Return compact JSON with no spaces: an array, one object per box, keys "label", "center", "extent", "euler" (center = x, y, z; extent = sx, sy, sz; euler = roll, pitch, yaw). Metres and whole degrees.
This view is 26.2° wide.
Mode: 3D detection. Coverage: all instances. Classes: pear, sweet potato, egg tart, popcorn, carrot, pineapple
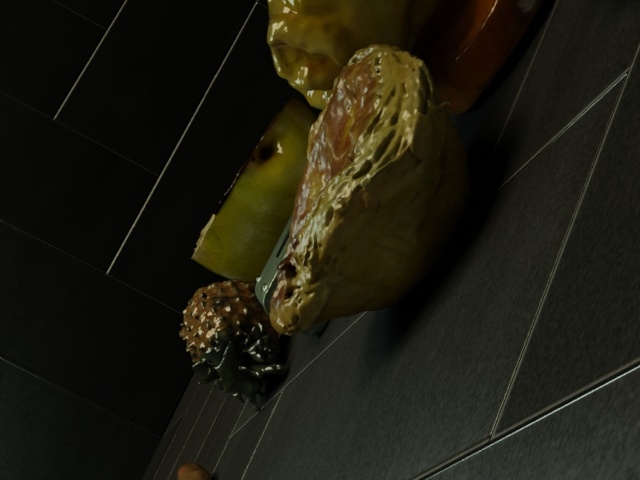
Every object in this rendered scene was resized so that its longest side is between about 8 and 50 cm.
[{"label":"pear","center":[-0.066,-0.068,2.424],"extent":[0.340,0.191,0.386],"euler":[-59,5,-13]},{"label":"sweet potato","center":[-0.192,0.382,2.156],"extent":[0.050,0.050,0.214],"euler":[-62,12,-5]},{"label":"egg tart","center":[0.053,-0.050,1.459],"extent":[0.339,0.153,0.351],"euler":[-88,21,-57]},{"label":"popcorn","center":[0.037,-0.308,1.644],"extent":[0.316,0.281,0.297],"euler":[-64,-25,-59]},{"label":"carrot","center":[0.196,-0.281,1.658],"extent":[0.258,0.100,0.307],"euler":[-65,8,2]},{"label":"pineapple","center":[-0.124,0.173,2.146],"extent":[0.169,0.169,0.340],"euler":[-61,19,8]}]

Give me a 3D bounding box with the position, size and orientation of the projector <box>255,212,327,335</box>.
[{"label":"projector","center":[0.000,0.000,1.966],"extent":[0.250,0.108,0.198],"euler":[-61,7,1]}]
